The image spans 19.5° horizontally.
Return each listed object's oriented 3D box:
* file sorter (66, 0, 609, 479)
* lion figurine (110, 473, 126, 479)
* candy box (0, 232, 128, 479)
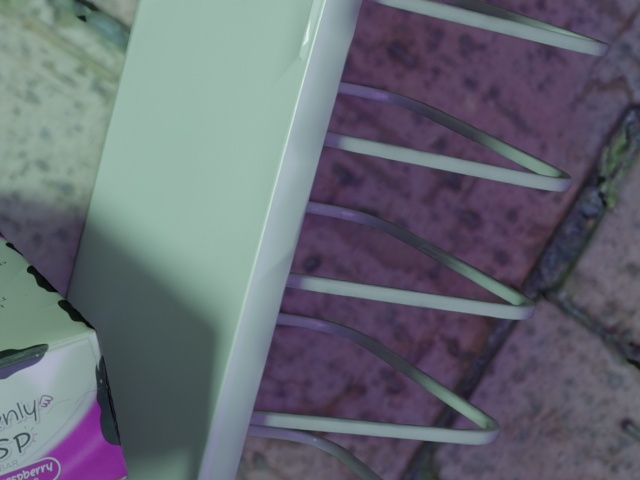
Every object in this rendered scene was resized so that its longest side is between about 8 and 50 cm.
[{"bbox_3d":[0.000,0.000,0.904,0.173,0.193,0.277,8,102,-30],"label":"file sorter"},{"bbox_3d":[-0.185,0.254,0.864,0.240,0.142,0.392,-16,140,-17],"label":"lion figurine"},{"bbox_3d":[-0.197,0.056,0.802,0.159,0.233,0.071,-18,112,-19],"label":"candy box"}]
